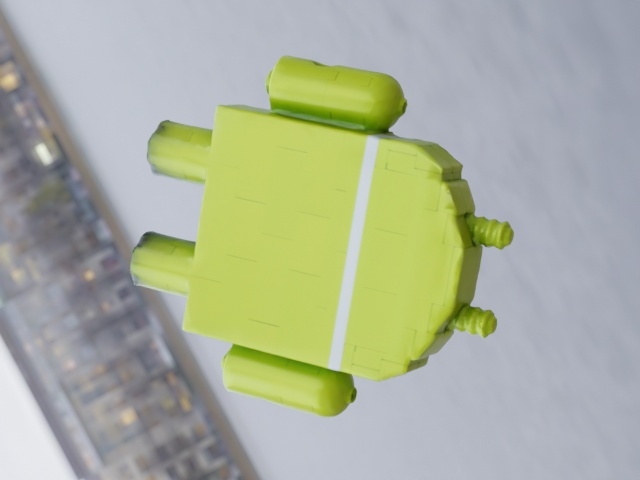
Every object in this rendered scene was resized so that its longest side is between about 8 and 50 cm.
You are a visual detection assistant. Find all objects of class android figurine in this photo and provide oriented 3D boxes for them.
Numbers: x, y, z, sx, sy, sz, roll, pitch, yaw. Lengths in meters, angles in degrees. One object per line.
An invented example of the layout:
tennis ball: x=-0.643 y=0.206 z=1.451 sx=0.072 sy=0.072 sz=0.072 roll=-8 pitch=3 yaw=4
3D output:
android figurine: x=0.000 y=0.000 z=1.315 sx=0.056 sy=0.273 sz=0.248 roll=-11 pitch=-70 yaw=-67
